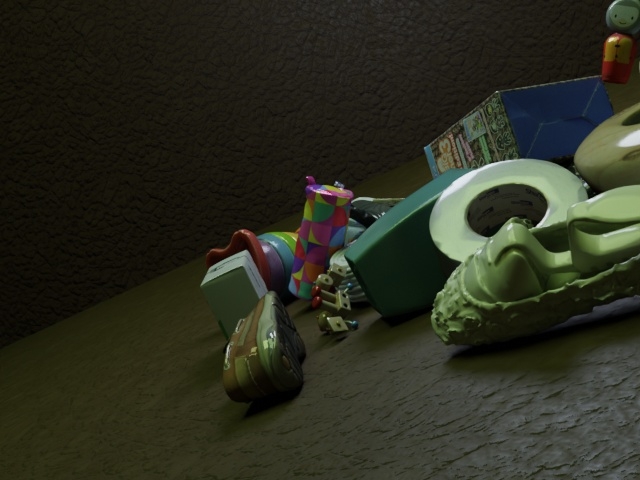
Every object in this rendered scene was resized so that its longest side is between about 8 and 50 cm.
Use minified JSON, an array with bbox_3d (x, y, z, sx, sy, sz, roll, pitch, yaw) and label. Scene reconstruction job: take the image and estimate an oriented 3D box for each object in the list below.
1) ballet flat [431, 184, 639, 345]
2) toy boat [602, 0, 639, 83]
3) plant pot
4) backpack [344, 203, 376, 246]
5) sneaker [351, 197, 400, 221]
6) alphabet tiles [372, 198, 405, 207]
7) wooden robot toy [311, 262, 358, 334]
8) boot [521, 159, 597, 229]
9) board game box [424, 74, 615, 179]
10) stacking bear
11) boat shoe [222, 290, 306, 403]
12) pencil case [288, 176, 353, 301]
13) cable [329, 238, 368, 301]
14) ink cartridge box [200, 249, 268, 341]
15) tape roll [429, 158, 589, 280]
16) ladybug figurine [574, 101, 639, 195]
[{"bbox_3d":[0.287,0.010,1.060,0.409,0.147,0.147,-20,9,31],"label":"ballet flat"},{"bbox_3d":[0.648,-0.339,1.664,0.318,0.148,0.267,6,6,-20],"label":"toy boat"},{"bbox_3d":[0.168,0.015,1.467,0.234,0.165,0.166,-30,8,-5],"label":"plant pot"},{"bbox_3d":[0.018,0.003,1.938,0.182,0.152,0.115,-61,-13,-6],"label":"backpack"},{"bbox_3d":[0.085,-0.037,2.252,0.147,0.104,0.296,-24,10,-31],"label":"sneaker"},{"bbox_3d":[0.245,-0.060,1.677,0.237,0.009,0.198,1,-6,33],"label":"alphabet tiles"},{"bbox_3d":[0.010,0.117,1.565,0.173,0.076,0.079,-96,30,-50],"label":"wooden robot toy"},{"bbox_3d":[0.384,-0.060,1.546,0.178,0.085,0.236,-28,6,6],"label":"boot"},{"bbox_3d":[0.372,-0.175,1.729,0.232,0.141,0.291,-12,-10,-22],"label":"board game box"},{"bbox_3d":[-0.079,0.045,2.061,0.289,0.164,0.175,-18,-11,-45],"label":"stacking bear"},{"bbox_3d":[-0.098,0.165,1.445,0.116,0.123,0.324,-27,6,4],"label":"boat shoe"},{"bbox_3d":[0.000,0.000,1.807,0.104,0.236,0.104,9,15,-2],"label":"pencil case"},{"bbox_3d":[0.141,0.027,1.703,0.257,0.089,0.257,-24,7,9],"label":"cable"},{"bbox_3d":[-0.148,0.118,1.759,0.092,0.160,0.219,-25,7,0],"label":"ink cartridge box"},{"bbox_3d":[0.264,-0.017,1.282,0.219,0.072,0.219,-14,40,12],"label":"tape roll"},{"bbox_3d":[0.527,-0.122,1.193,0.305,0.162,0.449,-30,9,-26],"label":"ladybug figurine"}]
